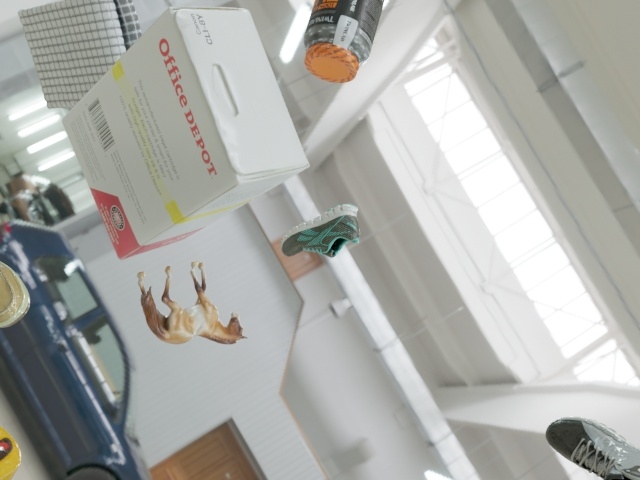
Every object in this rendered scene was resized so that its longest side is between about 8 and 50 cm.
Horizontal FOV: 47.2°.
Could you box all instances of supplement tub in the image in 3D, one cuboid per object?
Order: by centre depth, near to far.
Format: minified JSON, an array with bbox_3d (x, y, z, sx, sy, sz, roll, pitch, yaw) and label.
[{"bbox_3d":[0.040,-0.371,1.239,0.117,0.190,0.117,13,-18,4],"label":"supplement tub"}]

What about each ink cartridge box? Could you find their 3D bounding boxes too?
[{"bbox_3d":[-0.233,-0.165,1.206,0.385,0.160,0.279,-24,-94,45],"label":"ink cartridge box"}]

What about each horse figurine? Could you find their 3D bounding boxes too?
[{"bbox_3d":[-0.252,0.130,1.373,0.263,0.066,0.174,-7,82,-62],"label":"horse figurine"}]

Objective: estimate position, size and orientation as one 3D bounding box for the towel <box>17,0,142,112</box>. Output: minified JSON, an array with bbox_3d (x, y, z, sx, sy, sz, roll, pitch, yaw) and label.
[{"bbox_3d":[-0.489,-0.396,1.561,0.284,0.121,0.234,3,-66,36],"label":"towel"}]

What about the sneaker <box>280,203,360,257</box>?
[{"bbox_3d":[0.000,0.000,1.293,0.065,0.167,0.076,12,56,-54],"label":"sneaker"}]

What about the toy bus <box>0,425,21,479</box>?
[{"bbox_3d":[-0.297,0.180,0.443,0.130,0.332,0.108,37,12,8],"label":"toy bus"}]

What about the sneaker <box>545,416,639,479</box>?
[{"bbox_3d":[0.466,0.364,1.205,0.229,0.132,0.086,19,-78,35],"label":"sneaker"}]

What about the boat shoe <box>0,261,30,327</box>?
[{"bbox_3d":[-0.397,0.027,0.807,0.190,0.068,0.072,30,-27,26],"label":"boat shoe"}]
